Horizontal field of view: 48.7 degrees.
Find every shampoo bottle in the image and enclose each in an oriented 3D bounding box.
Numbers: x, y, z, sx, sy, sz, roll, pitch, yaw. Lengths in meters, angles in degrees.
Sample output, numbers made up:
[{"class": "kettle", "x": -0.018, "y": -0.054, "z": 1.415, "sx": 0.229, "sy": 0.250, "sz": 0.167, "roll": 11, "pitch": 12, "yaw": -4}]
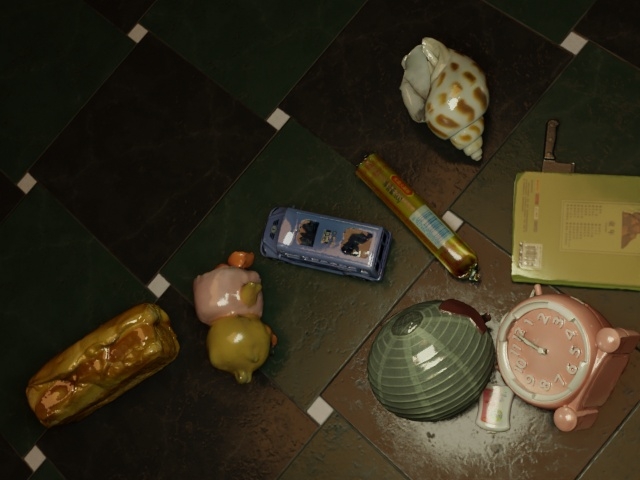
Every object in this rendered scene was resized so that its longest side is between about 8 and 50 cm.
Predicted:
[{"class": "shampoo bottle", "x": 0.351, "y": 0.341, "z": 1.429, "sx": 0.072, "sy": 0.043, "sz": 0.099, "roll": 7, "pitch": 77, "yaw": 18}]

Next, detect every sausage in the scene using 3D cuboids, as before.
[{"class": "sausage", "x": 0.217, "y": -0.050, "z": 1.550, "sx": 0.082, "sy": 0.082, "sz": 0.371, "roll": -43, "pitch": 70, "yaw": 1}]

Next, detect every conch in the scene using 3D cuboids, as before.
[{"class": "conch", "x": 0.289, "y": -0.310, "z": 1.563, "sx": 0.149, "sy": 0.183, "sz": 0.275, "roll": -2, "pitch": 79, "yaw": -29}]

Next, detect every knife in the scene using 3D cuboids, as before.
[{"class": "knife", "x": 0.512, "y": -0.145, "z": 1.530, "sx": 0.072, "sy": 0.019, "sz": 0.245, "roll": 5, "pitch": 80, "yaw": 13}]

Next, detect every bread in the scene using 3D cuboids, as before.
[{"class": "bread", "x": -0.492, "y": 0.275, "z": 1.595, "sx": 0.344, "sy": 0.195, "sz": 0.149, "roll": -33, "pitch": 76, "yaw": 2}]

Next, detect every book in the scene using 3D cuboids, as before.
[{"class": "book", "x": 0.577, "y": -0.019, "z": 1.466, "sx": 0.352, "sy": 0.035, "sz": 0.239, "roll": 4, "pitch": 80, "yaw": 14}]

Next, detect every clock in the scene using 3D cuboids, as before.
[{"class": "clock", "x": 0.457, "y": 0.214, "z": 1.375, "sx": 0.241, "sy": 0.142, "sz": 0.227, "roll": 34, "pitch": 108, "yaw": 42}]

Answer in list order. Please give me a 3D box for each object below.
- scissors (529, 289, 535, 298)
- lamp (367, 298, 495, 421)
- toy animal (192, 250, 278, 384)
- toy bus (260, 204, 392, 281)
[{"class": "scissors", "x": 0.432, "y": 0.141, "z": 1.480, "sx": 0.036, "sy": 0.006, "sz": 0.083, "roll": 19, "pitch": 81, "yaw": 20}, {"class": "lamp", "x": 0.218, "y": 0.230, "z": 1.394, "sx": 0.265, "sy": 0.233, "sz": 0.233, "roll": -20, "pitch": 71, "yaw": 17}, {"class": "toy animal", "x": -0.187, "y": 0.174, "z": 1.554, "sx": 0.195, "sy": 0.169, "sz": 0.281, "roll": -35, "pitch": 69, "yaw": 50}, {"class": "toy bus", "x": 0.000, "y": 0.000, "z": 1.564, "sx": 0.292, "sy": 0.133, "sz": 0.125, "roll": 12, "pitch": 80, "yaw": 17}]
